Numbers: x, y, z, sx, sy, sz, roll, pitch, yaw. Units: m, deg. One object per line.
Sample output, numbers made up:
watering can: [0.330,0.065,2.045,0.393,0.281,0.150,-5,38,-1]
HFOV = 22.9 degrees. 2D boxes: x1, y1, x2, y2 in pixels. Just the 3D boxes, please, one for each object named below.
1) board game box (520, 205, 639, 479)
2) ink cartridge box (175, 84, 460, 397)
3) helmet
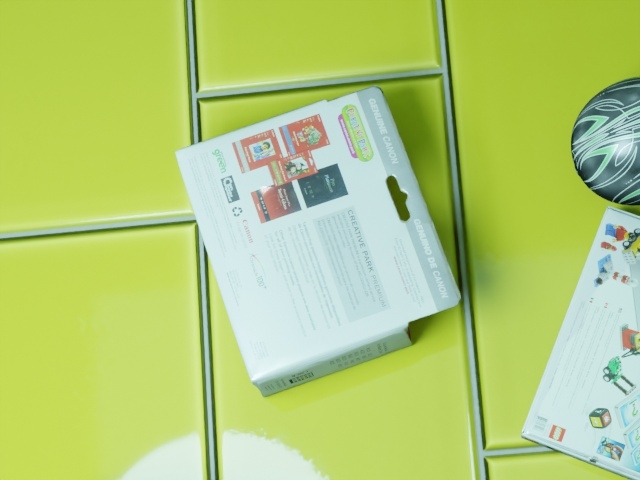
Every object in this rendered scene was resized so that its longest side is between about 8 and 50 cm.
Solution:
board game box: [0.386,0.132,1.921,0.193,0.053,0.305,21,79,12]
ink cartridge box: [0.000,0.000,1.960,0.271,0.130,0.310,-19,75,0]
helmet: [0.391,-0.122,1.928,0.169,0.161,0.169,-2,76,6]
